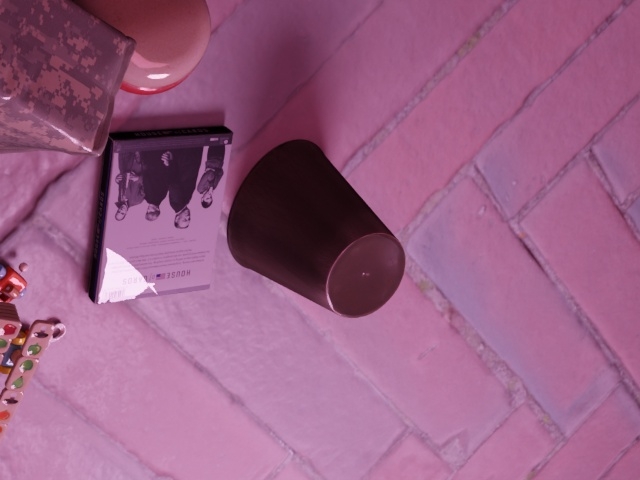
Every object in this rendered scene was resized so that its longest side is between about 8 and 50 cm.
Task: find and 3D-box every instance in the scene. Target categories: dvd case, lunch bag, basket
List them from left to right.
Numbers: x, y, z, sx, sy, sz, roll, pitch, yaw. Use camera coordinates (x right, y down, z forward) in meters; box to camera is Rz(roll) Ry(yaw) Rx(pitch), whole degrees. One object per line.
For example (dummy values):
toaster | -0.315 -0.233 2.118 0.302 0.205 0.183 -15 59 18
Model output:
lunch bag | -0.387 -0.200 1.631 0.235 0.287 0.169 30 69 -48
dvd case | -0.214 -0.034 2.008 0.179 0.029 0.238 -7 120 -33
basket | 0.000 0.000 2.048 0.154 0.227 0.204 15 107 -41

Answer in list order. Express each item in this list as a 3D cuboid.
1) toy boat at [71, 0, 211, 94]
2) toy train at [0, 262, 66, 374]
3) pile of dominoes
toy boat | -0.232 -0.278 1.778 0.151 0.151 0.231 -24 85 -23
toy train | -0.393 0.111 1.945 0.125 0.046 0.166 -41 136 -8
pile of dominoes | -0.459 0.181 1.904 0.196 0.040 0.251 11 121 -31
